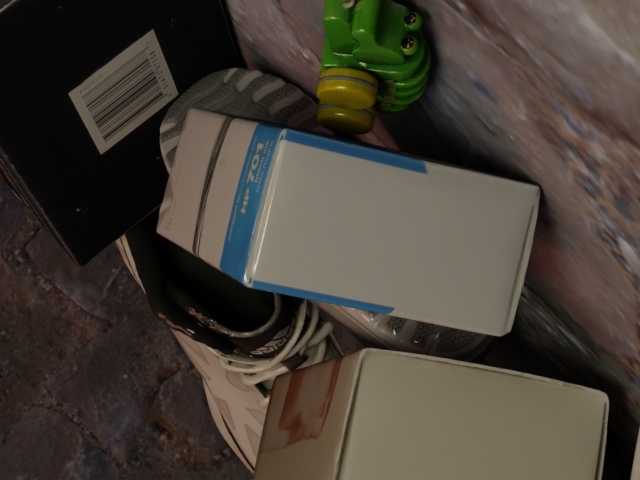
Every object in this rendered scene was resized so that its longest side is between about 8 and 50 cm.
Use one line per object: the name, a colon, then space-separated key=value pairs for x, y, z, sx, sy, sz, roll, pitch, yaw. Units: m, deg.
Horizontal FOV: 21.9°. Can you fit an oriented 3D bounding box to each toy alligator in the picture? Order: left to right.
toy alligator: x=0.027 y=-0.092 z=0.767 sx=0.051 sy=0.056 sz=0.189 roll=9 pitch=166 yaw=2

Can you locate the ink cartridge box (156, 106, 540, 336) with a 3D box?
ink cartridge box: x=0.007 y=-0.013 z=0.863 sx=0.140 sy=0.082 sz=0.191 roll=12 pitch=-175 yaw=-20

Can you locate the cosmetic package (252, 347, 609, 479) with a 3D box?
cosmetic package: x=0.052 y=0.147 z=1.020 sx=0.153 sy=0.129 sz=0.296 roll=12 pitch=171 yaw=-10

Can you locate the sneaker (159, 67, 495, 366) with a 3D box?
sneaker: x=0.000 y=0.000 z=1.059 sx=0.281 sy=0.105 sz=0.115 roll=44 pitch=169 yaw=27

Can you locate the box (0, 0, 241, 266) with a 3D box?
box: x=-0.224 y=-0.196 z=1.115 sx=0.312 sy=0.179 sz=0.343 roll=48 pitch=170 yaw=20

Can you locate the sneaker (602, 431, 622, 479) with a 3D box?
sneaker: x=0.174 y=0.255 z=1.089 sx=0.122 sy=0.146 sz=0.330 roll=-89 pitch=8 yaw=-59

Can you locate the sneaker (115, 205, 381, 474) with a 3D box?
sneaker: x=-0.039 y=0.107 z=1.325 sx=0.447 sy=0.169 sz=0.257 roll=54 pitch=-176 yaw=-8

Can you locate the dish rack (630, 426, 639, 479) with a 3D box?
dish rack: x=0.189 y=0.178 z=0.514 sx=0.285 sy=0.072 sz=0.333 roll=46 pitch=167 yaw=25
